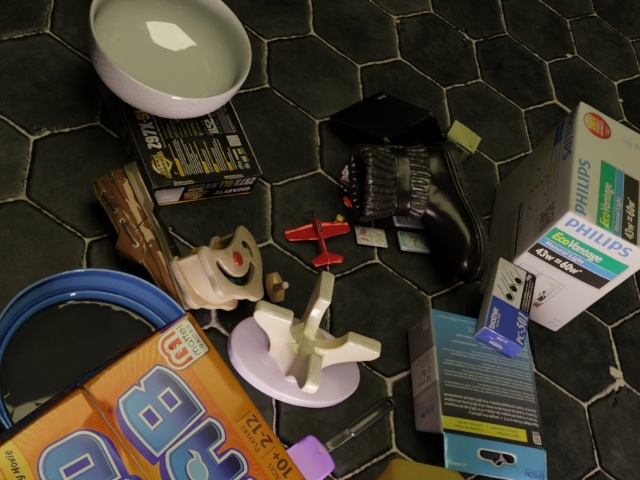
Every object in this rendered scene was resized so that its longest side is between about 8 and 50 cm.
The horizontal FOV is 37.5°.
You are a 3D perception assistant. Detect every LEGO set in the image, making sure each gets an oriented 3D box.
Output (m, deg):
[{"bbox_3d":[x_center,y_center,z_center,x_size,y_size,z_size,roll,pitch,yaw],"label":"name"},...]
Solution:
[{"bbox_3d":[0.135,-0.070,2.144,0.244,0.060,0.183,8,52,-24],"label":"LEGO set"}]

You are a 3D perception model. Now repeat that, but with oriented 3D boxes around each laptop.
[{"bbox_3d":[0.181,-0.227,2.283,0.234,0.136,0.264,-33,104,-46],"label":"laptop"}]

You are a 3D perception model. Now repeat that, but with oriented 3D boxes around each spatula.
[{"bbox_3d":[0.044,0.376,1.811,0.296,0.030,0.084,-28,74,-38],"label":"spatula"}]

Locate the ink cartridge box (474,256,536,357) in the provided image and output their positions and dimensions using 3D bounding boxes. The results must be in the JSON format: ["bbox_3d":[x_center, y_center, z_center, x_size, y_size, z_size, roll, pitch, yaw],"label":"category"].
[{"bbox_3d":[0.397,0.140,2.011,0.097,0.046,0.207,29,48,-7],"label":"ink cartridge box"}]

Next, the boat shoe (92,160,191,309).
[{"bbox_3d":[-0.340,0.005,1.812,0.104,0.111,0.307,-24,81,-2],"label":"boat shoe"}]

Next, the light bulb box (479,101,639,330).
[{"bbox_3d":[0.568,-0.050,2.166,0.225,0.361,0.358,26,51,-11],"label":"light bulb box"}]

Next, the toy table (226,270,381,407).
[{"bbox_3d":[-0.026,0.201,1.807,0.274,0.161,0.252,11,55,-21],"label":"toy table"}]

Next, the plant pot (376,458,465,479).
[{"bbox_3d":[0.174,0.516,1.683,0.212,0.212,0.187,15,35,-19],"label":"plant pot"}]

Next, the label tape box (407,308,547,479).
[{"bbox_3d":[0.320,0.334,1.939,0.249,0.115,0.348,14,56,-21],"label":"label tape box"}]

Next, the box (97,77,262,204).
[{"bbox_3d":[-0.300,-0.238,2.003,0.257,0.079,0.322,-12,66,-32],"label":"box"}]

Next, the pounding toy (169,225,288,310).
[{"bbox_3d":[-0.152,0.041,1.818,0.269,0.154,0.154,11,61,-62],"label":"pounding toy"}]

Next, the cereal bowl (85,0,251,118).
[{"bbox_3d":[-0.322,-0.382,1.943,0.338,0.141,0.339,14,54,-20],"label":"cereal bowl"}]

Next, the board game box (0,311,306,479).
[{"bbox_3d":[-0.277,0.371,1.347,0.356,0.356,0.357,-36,93,-30],"label":"board game box"}]

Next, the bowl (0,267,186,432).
[{"bbox_3d":[-0.385,0.235,1.640,0.391,0.077,0.391,15,54,-21],"label":"bowl"}]

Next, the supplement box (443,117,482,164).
[{"bbox_3d":[0.349,-0.246,2.375,0.083,0.056,0.083,35,49,-4],"label":"supplement box"}]

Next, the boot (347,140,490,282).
[{"bbox_3d":[0.209,-0.058,2.085,0.260,0.131,0.348,-9,73,-30],"label":"boot"}]

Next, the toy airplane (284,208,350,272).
[{"bbox_3d":[0.000,0.000,2.027,0.151,0.028,0.151,5,68,-13],"label":"toy airplane"}]
